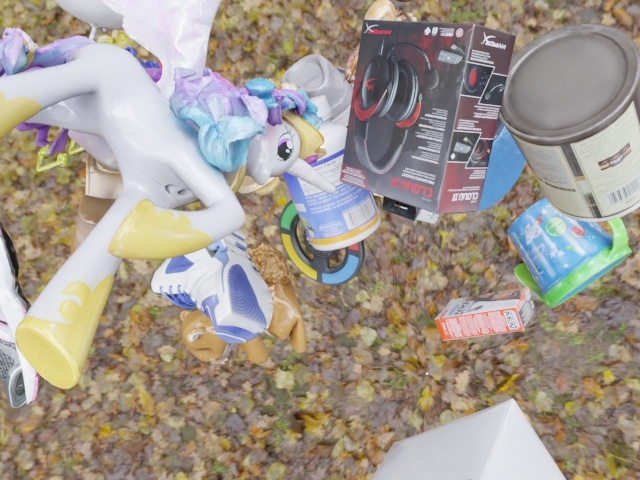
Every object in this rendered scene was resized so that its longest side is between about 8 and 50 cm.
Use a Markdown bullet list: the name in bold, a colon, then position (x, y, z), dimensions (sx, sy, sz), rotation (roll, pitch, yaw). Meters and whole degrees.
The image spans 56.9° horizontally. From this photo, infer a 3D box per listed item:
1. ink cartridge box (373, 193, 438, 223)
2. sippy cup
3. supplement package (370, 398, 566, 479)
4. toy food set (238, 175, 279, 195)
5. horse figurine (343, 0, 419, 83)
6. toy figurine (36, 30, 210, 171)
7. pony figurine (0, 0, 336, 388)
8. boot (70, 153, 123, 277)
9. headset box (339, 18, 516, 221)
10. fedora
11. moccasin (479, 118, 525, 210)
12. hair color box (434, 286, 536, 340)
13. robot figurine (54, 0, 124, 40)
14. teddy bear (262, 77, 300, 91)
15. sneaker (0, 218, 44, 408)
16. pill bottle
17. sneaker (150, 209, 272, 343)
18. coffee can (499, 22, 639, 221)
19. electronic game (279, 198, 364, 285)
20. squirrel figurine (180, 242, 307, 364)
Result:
- **ink cartridge box**: position (0.229, -0.133, 1.797), dimensions (0.224, 0.181, 0.056), rotation (10, 117, -19)
- **sippy cup**: position (0.597, 0.012, 1.467), dimensions (0.305, 0.240, 0.224), rotation (-43, 68, 24)
- **supplement package**: position (0.190, 0.352, 0.609), dimensions (0.177, 0.175, 0.293), rotation (-34, 88, 33)
- **toy food set**: position (-0.085, -0.094, 0.871), dimensions (0.083, 0.020, 0.083), rotation (-8, 37, 38)
- **horse figurine**: position (0.143, -0.450, 1.312), dimensions (0.066, 0.174, 0.263), rotation (27, 100, 50)
- **toy figurine**: position (-0.310, -0.230, 1.056), dimensions (0.362, 0.217, 0.191), rotation (-26, 72, 14)
- **pony figurine**: position (-0.168, -0.114, 0.488), dimensions (0.351, 0.363, 0.303), rotation (45, 126, 0)
- **boot**: position (-0.378, -0.040, 1.073), dimensions (0.109, 0.220, 0.284), rotation (10, 43, -15)
- **headset box**: position (0.153, -0.180, 0.917), dimensions (0.218, 0.110, 0.293), rotation (26, 113, 45)
- **fedora**: position (-0.013, -0.419, 1.629), dimensions (0.243, 0.124, 0.275), rotation (-33, 46, 3)
- **moccasin**: position (0.443, -0.229, 1.442), dimensions (0.137, 0.117, 0.342), rotation (29, 98, -17)
- **hair color box**: position (0.317, 0.142, 1.140), dimensions (0.167, 0.093, 0.053), rotation (-14, 101, 37)
- **robot figurine**: position (-0.285, -0.454, 0.823), dimensions (0.199, 0.300, 0.354), rotation (19, 117, -4)
- **teddy bear**: position (-0.089, -0.286, 1.386), dimensions (0.245, 0.338, 0.113), rotation (32, 118, -5)
- **sneaker**: position (-0.303, 0.067, 0.530), dimensions (0.077, 0.072, 0.178), rotation (-17, 83, -19)
- **pill bottle**: position (0.005, -0.131, 1.140), dimensions (0.152, 0.152, 0.272), rotation (-21, 108, 5)
- **sneaker**: position (-0.212, 0.088, 1.098), dimensions (0.182, 0.127, 0.316), rotation (-42, 43, 15)
- **coffee can**: position (0.422, -0.177, 0.952), dimensions (0.201, 0.275, 0.202), rotation (-17, 57, 28)
- **electronic game**: position (0.000, 0.000, 1.350), dimensions (0.229, 0.229, 0.048), rotation (37, 42, 16)
- **squirrel figurine**: position (-0.266, 0.204, 1.869), dimensions (0.370, 0.281, 0.397), rotation (-12, 115, -13)
